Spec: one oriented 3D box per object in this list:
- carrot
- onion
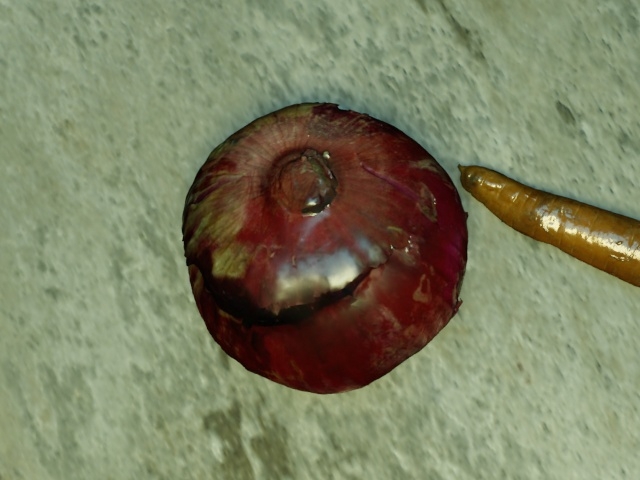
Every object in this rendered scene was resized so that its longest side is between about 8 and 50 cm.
[{"bbox_3d":[0.230,-0.009,1.142,0.248,0.059,0.059,22,82,10],"label":"carrot"},{"bbox_3d":[0.000,0.000,1.085,0.247,0.190,0.246,-5,63,10],"label":"onion"}]
